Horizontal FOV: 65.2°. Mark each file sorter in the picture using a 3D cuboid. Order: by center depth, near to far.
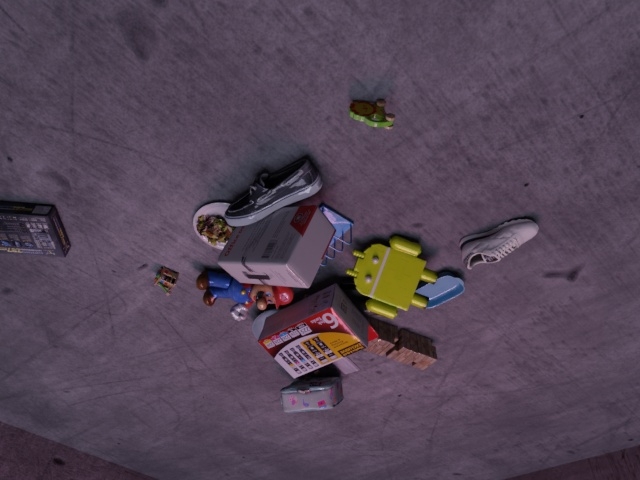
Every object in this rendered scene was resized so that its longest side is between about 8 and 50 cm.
[{"bbox_3d":[0.000,0.000,1.496,0.118,0.104,0.170,30,129,-23],"label":"file sorter"}]

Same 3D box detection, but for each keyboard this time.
[{"bbox_3d":[0.164,0.139,1.681,0.192,0.038,0.100,2,158,0],"label":"keyboard"},{"bbox_3d":[0.064,0.470,2.016,0.072,0.014,0.256,-20,130,28],"label":"keyboard"}]

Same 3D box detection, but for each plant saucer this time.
[{"bbox_3d":[-0.153,0.306,1.836,0.195,0.037,0.194,-4,128,-5],"label":"plant saucer"}]

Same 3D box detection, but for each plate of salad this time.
[{"bbox_3d":[-0.290,-0.033,1.521,0.200,0.048,0.199,2,135,2],"label":"plate of salad"}]

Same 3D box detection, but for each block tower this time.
[{"bbox_3d":[0.265,0.378,1.858,0.336,0.091,0.097,24,130,-18],"label":"block tower"}]

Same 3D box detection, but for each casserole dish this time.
[{"bbox_3d":[0.391,0.163,1.678,0.114,0.037,0.188,37,127,-28],"label":"casserole dish"}]

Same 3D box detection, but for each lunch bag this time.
[{"bbox_3d":[-0.036,0.613,2.010,0.224,0.107,0.279,-7,170,14],"label":"lunch bag"}]

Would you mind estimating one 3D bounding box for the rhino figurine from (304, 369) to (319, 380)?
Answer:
[{"bbox_3d":[-0.049,0.430,1.922,0.073,0.106,0.243,-15,137,-20],"label":"rhino figurine"}]

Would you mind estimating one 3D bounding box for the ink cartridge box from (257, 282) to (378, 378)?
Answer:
[{"bbox_3d":[0.000,0.331,1.687,0.310,0.130,0.272,-29,114,25],"label":"ink cartridge box"}]

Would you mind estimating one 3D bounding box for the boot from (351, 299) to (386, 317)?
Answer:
[{"bbox_3d":[0.186,0.199,1.666,0.190,0.076,0.208,-4,157,-11],"label":"boot"}]

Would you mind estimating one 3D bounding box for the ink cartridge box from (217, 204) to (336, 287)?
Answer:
[{"bbox_3d":[-0.123,0.015,1.375,0.273,0.197,0.114,1,143,39],"label":"ink cartridge box"}]

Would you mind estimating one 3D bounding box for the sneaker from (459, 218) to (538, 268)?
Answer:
[{"bbox_3d":[0.534,0.015,1.486,0.235,0.094,0.090,-25,126,23],"label":"sneaker"}]

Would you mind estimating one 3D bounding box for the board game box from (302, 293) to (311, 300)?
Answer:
[{"bbox_3d":[0.013,0.274,1.781,0.194,0.045,0.146,13,125,-15],"label":"board game box"}]

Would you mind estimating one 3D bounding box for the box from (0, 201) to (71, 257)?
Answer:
[{"bbox_3d":[-0.922,-0.033,1.551,0.233,0.059,0.183,4,134,-1],"label":"box"}]

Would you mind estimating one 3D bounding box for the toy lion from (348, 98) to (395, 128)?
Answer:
[{"bbox_3d":[0.118,-0.304,1.200,0.096,0.100,0.034,-8,138,-15],"label":"toy lion"}]

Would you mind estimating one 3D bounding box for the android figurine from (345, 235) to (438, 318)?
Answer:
[{"bbox_3d":[0.216,0.109,1.544,0.273,0.056,0.248,22,94,0],"label":"android figurine"}]

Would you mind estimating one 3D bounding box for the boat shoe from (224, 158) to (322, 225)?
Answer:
[{"bbox_3d":[-0.148,-0.135,1.373,0.301,0.108,0.102,-20,128,19],"label":"boat shoe"}]

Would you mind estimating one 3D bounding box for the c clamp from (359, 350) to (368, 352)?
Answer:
[{"bbox_3d":[0.160,0.400,1.927,0.161,0.022,0.137,0,138,7],"label":"c clamp"}]

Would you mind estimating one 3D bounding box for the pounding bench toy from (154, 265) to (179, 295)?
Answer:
[{"bbox_3d":[-0.523,0.139,1.677,0.065,0.083,0.052,29,129,-24],"label":"pounding bench toy"}]

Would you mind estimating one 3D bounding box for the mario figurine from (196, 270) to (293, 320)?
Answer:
[{"bbox_3d":[-0.246,0.176,1.631,0.321,0.170,0.198,0,169,14],"label":"mario figurine"}]
